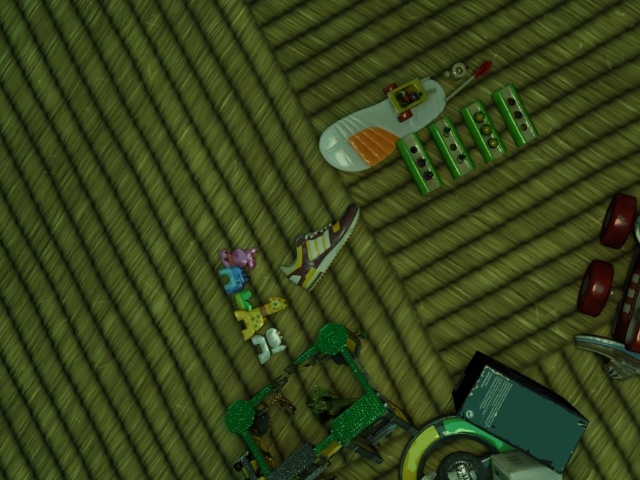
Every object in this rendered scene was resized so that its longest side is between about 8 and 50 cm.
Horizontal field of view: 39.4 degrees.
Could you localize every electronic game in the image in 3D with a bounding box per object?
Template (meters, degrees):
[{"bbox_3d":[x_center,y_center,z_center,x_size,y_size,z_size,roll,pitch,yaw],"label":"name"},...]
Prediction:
[{"bbox_3d":[0.255,0.426,1.606,0.229,0.048,0.230,0,87,7],"label":"electronic game"}]

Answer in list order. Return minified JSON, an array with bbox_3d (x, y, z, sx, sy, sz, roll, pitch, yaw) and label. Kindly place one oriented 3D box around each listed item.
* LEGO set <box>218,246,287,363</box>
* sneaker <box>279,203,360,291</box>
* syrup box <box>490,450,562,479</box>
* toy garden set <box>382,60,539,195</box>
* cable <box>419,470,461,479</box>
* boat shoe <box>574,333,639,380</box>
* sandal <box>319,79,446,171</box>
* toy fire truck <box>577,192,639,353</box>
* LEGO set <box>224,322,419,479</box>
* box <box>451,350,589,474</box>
[{"bbox_3d":[-0.112,0.108,1.644,0.093,0.087,0.227,-22,87,6],"label":"LEGO set"},{"bbox_3d":[0.000,0.000,1.642,0.083,0.069,0.186,34,91,2],"label":"sneaker"},{"bbox_3d":[0.361,0.489,1.538,0.096,0.093,0.237,-7,98,-9],"label":"syrup box"},{"bbox_3d":[0.246,-0.225,1.595,0.244,0.049,0.204,-27,90,-8],"label":"toy garden set"},{"bbox_3d":[0.188,0.551,1.532,0.257,0.089,0.257,-34,78,2],"label":"cable"},{"bbox_3d":[0.532,0.214,1.571,0.183,0.066,0.066,16,91,7],"label":"boat shoe"},{"bbox_3d":[0.114,-0.204,1.640,0.265,0.076,0.102,-30,94,-16],"label":"sandal"},{"bbox_3d":[0.554,0.037,1.480,0.169,0.254,0.302,18,90,7],"label":"toy fire truck"},{"bbox_3d":[0.013,0.327,1.605,0.331,0.192,0.255,-46,54,0],"label":"LEGO set"},{"bbox_3d":[0.326,0.278,1.495,0.184,0.261,0.103,31,92,7],"label":"box"}]
